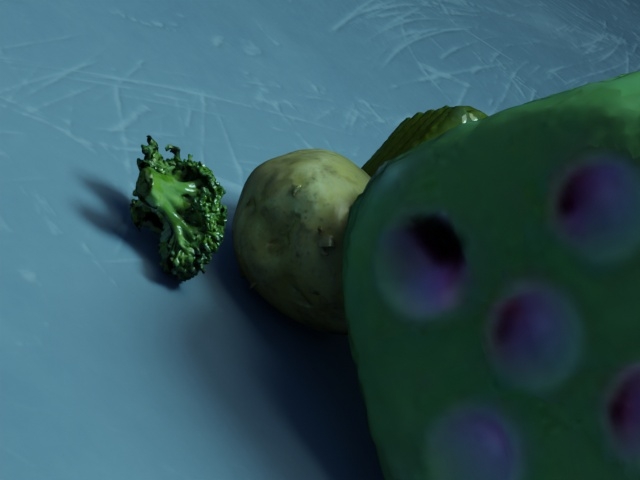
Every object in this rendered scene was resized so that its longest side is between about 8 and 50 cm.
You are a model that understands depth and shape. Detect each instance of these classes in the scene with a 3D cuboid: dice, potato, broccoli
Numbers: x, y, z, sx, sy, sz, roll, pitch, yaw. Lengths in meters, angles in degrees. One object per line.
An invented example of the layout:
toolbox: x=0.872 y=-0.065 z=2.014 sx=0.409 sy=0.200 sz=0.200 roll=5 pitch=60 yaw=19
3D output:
dice: x=0.224 y=0.063 z=1.438 sx=0.322 sy=0.318 sz=0.330 roll=-6 pitch=79 yaw=-57
potato: x=-0.003 y=-0.004 z=1.583 sx=0.161 sy=0.128 sz=0.235 roll=50 pitch=10 yaw=-28
broccoli: x=-0.111 y=-0.023 z=1.490 sx=0.095 sy=0.097 sz=0.092 roll=17 pitch=-5 yaw=42

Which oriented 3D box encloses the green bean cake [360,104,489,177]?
green bean cake: x=0.155 y=-0.014 z=1.755 sx=0.236 sy=0.124 sz=0.233 roll=41 pitch=-4 yaw=-10
